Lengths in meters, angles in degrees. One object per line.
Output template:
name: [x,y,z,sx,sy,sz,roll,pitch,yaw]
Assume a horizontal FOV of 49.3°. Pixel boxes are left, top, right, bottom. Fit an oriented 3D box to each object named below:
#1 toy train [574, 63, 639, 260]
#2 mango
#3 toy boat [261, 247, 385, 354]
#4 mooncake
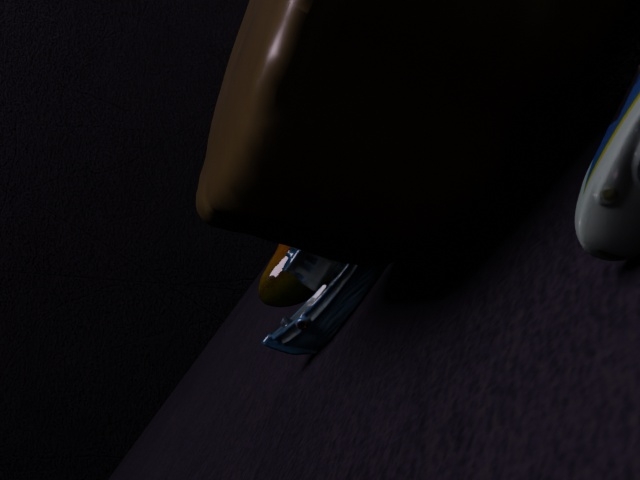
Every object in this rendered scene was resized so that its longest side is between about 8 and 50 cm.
toy train: [0.170,-0.086,0.282,0.051,0.052,0.234,-79,7,-65]
mango: [0.000,0.000,1.012,0.133,0.111,0.268,-20,29,49]
toy boat: [0.001,0.041,0.837,0.215,0.102,0.088,-54,4,-5]
mooncake: [0.059,-0.191,0.666,0.467,0.262,0.468,-159,90,-75]
